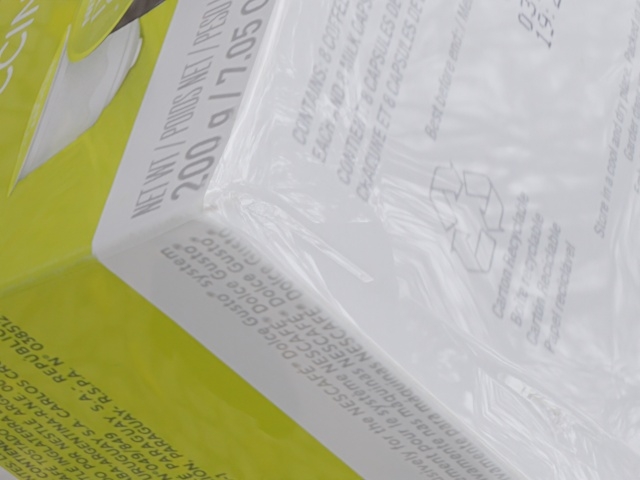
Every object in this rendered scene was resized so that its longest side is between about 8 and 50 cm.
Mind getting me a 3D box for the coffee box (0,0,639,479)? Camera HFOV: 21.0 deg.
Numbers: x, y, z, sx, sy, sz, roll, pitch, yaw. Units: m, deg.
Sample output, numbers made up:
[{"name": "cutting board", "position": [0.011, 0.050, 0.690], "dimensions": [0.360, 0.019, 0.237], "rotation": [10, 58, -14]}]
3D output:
[{"name": "coffee box", "position": [0.000, 0.000, 0.685], "dimensions": [0.338, 0.334, 0.337], "rotation": [41, 48, -30]}]
